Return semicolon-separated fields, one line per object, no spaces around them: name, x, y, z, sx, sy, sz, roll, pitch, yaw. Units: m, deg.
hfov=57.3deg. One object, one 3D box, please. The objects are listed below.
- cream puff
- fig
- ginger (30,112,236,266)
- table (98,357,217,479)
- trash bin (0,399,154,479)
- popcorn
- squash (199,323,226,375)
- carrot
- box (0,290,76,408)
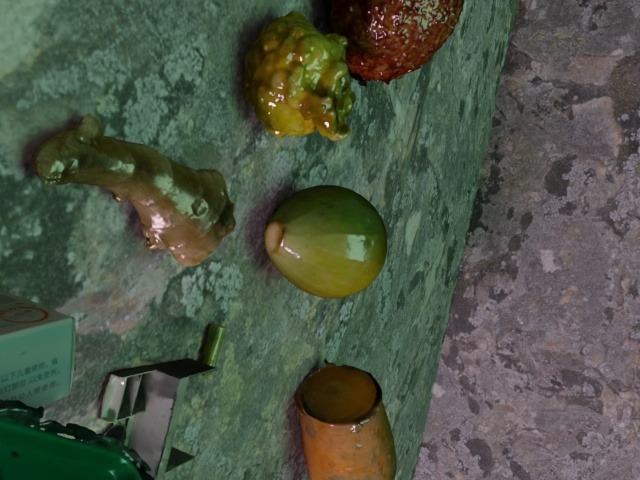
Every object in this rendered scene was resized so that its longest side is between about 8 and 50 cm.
cream puff;0.146;-0.451;1.051;0.350;0.229;0.350;-41;137;-54
fig;0.003;-0.008;1.040;0.230;0.207;0.207;33;69;-29
ginger;-0.209;-0.052;0.692;0.294;0.086;0.131;23;91;-57
table;-0.231;0.252;0.822;0.175;0.062;0.146;9;95;-68
trash bin;-0.273;0.320;0.383;0.381;0.259;0.295;-36;148;-5
popcorn;-0.023;-0.245;0.888;0.197;0.156;0.197;-2;93;-61
squash;-0.175;0.177;0.939;0.027;0.027;0.083;21;83;-65
carrot;0.066;0.473;1.382;0.224;0.224;0.340;-46;139;-47
box;-0.332;0.106;0.435;0.269;0.135;0.079;-13;113;-63
